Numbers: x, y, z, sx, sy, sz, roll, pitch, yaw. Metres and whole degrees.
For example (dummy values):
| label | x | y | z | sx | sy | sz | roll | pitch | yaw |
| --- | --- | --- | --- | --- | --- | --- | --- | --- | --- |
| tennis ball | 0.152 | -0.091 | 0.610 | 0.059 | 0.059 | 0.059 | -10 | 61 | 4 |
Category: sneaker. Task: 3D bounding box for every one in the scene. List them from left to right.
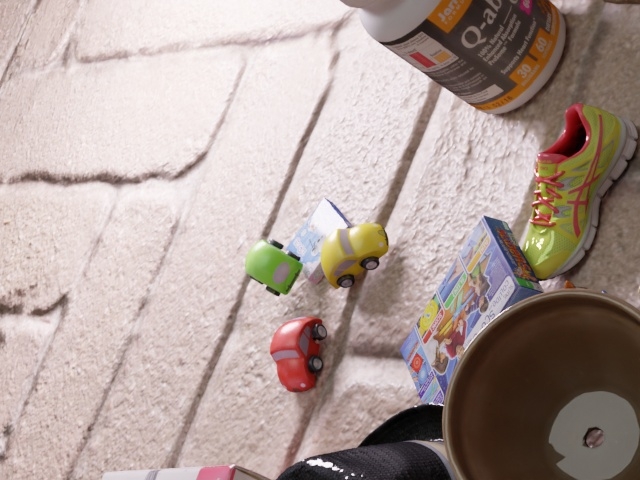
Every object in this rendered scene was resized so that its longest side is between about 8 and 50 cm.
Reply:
| label | x | y | z | sx | sy | sz | roll | pitch | yaw |
| --- | --- | --- | --- | --- | --- | --- | --- | --- | --- |
| sneaker | 0.260 | -0.057 | 1.774 | 0.081 | 0.094 | 0.208 | 15 | 78 | 56 |

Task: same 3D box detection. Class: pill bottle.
| label | x | y | z | sx | sy | sz | roll | pitch | yaw |
| --- | --- | --- | --- | --- | --- | --- | --- | --- | --- |
| pill bottle | 0.147 | -0.279 | 1.941 | 0.162 | 0.278 | 0.162 | -34 | 40 | 35 |

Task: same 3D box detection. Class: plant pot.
| label | x | y | z | sx | sy | sz | roll | pitch | yaw |
| --- | --- | --- | --- | --- | --- | --- | --- | --- | --- |
| plant pot | 0.244 | 0.175 | 1.556 | 0.237 | 0.110 | 0.237 | -13 | 60 | 24 |

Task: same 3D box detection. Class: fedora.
| label | x | y | z | sx | sy | sz | roll | pitch | yaw |
| --- | --- | --- | --- | --- | --- | --- | --- | --- | --- |
| fedora | 0.037 | 0.308 | 1.668 | 0.334 | 0.153 | 0.334 | -33 | 51 | 51 |

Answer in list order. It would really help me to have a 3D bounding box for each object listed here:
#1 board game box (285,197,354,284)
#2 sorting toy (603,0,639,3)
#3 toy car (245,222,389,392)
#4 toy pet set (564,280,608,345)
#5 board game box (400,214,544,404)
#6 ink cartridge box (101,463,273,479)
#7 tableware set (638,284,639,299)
| label | x | y | z | sx | sy | sz | roll | pitch | yaw |
| --- | --- | --- | --- | --- | --- | --- | --- | --- | --- |
| board game box | 0.000 | 0.000 | 2.155 | 0.090 | 0.020 | 0.090 | -54 | 33 | 10 |
| sorting toy | 0.426 | -0.397 | 1.831 | 0.257 | 0.089 | 0.255 | 15 | 76 | 57 |
| toy car | -0.038 | 0.053 | 2.099 | 0.225 | 0.053 | 0.239 | 31 | 92 | 49 |
| toy pet set | 0.277 | 0.095 | 1.671 | 0.114 | 0.065 | 0.122 | 89 | -168 | -60 |
| board game box | 0.163 | 0.091 | 1.792 | 0.201 | 0.035 | 0.136 | -60 | 28 | 27 |
| ink cartridge box | -0.177 | 0.389 | 1.983 | 0.283 | 0.117 | 0.207 | -12 | 55 | 49 |
| tableware set | 0.347 | 0.056 | 1.627 | 0.104 | 0.024 | 0.154 | 10 | 73 | 57 |
